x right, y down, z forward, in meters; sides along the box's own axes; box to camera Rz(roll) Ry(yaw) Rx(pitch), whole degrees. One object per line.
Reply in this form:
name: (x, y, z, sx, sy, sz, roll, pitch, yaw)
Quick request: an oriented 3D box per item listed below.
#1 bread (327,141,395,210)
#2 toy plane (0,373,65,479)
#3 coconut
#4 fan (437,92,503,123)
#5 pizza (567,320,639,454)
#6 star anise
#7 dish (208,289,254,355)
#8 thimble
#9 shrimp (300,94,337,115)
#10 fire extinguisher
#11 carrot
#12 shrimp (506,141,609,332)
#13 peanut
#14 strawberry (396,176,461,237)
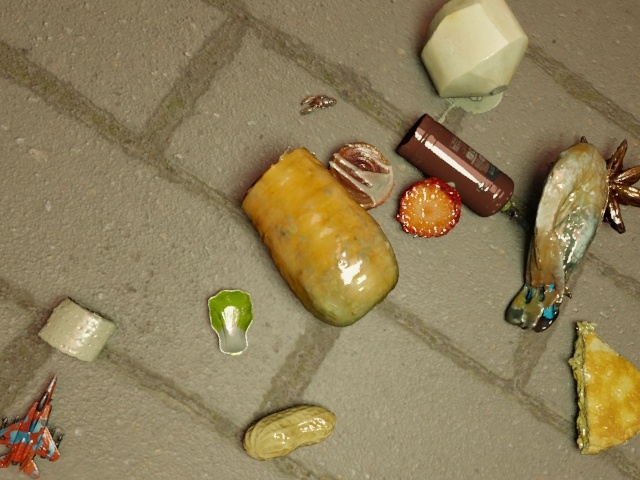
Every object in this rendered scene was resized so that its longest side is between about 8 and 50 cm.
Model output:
bread: (0.088, -0.140, 1.053, 0.161, 0.073, 0.160, 2, 77, -11)
toy plane: (-0.537, 0.345, 0.872, 0.130, 0.061, 0.189, 21, 74, -6)
coconut: (0.357, -0.434, 1.071, 0.241, 0.241, 0.241, 2, 81, -10)
fan: (0.346, -0.360, 1.165, 0.191, 0.009, 0.329, 38, 76, -3)
pizza: (0.672, 0.323, 1.091, 0.280, 0.075, 0.287, -15, 82, -16)
star anise: (0.702, -0.130, 1.151, 0.272, 0.102, 0.271, -4, 77, 19)
dish: (-0.187, 0.172, 0.972, 0.091, 0.039, 0.137, -4, 83, -16)
thimble: (-0.463, 0.170, 0.889, 0.115, 0.102, 0.090, 32, 76, -12)
shrimp: (-0.008, -0.324, 1.086, 0.092, 0.029, 0.038, -20, 86, -9)
fire extinguisher: (0.339, -0.147, 1.071, 0.337, 0.135, 0.114, 36, 119, -4)
carrot: (0.000, 0.000, 0.940, 0.224, 0.224, 0.340, -38, 85, -13)
shrimp: (0.537, -0.003, 1.044, 0.221, 0.110, 0.445, 12, 96, -35)
peanut: (-0.061, 0.386, 0.936, 0.194, 0.093, 0.083, -15, 70, -10)
strawberry: (0.249, -0.073, 1.052, 0.145, 0.086, 0.145, 7, 113, 17)
